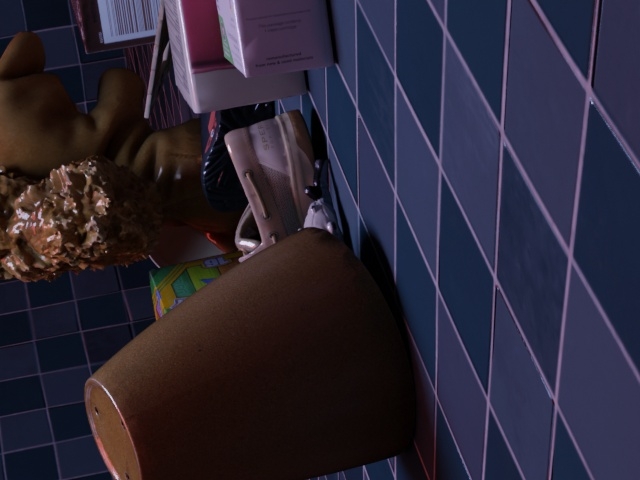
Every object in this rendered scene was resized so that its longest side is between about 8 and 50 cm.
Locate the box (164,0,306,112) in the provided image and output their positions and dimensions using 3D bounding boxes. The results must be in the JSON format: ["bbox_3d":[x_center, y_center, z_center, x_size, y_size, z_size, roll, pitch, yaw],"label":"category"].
[{"bbox_3d":[-0.101,-0.271,1.740,0.148,0.127,0.232,-125,26,-68],"label":"box"}]

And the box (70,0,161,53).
[{"bbox_3d":[-0.331,-0.465,2.700,0.381,0.191,0.143,-116,18,-55],"label":"box"}]

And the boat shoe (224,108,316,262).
[{"bbox_3d":[-0.049,-0.009,1.790,0.109,0.098,0.302,-111,10,-46],"label":"boat shoe"}]

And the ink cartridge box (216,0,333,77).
[{"bbox_3d":[-0.057,-0.277,1.578,0.154,0.093,0.212,-128,30,-71],"label":"ink cartridge box"}]

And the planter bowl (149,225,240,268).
[{"bbox_3d":[-0.174,-0.028,2.422,0.109,0.162,0.162,-65,-27,-59],"label":"planter bowl"}]

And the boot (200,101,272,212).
[{"bbox_3d":[-0.126,-0.189,2.062,0.207,0.094,0.246,-118,26,-49],"label":"boot"}]

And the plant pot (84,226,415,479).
[{"bbox_3d":[-0.080,0.139,1.517,0.237,0.254,0.237,43,145,42],"label":"plant pot"}]

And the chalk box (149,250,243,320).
[{"bbox_3d":[-0.105,0.140,2.072,0.289,0.180,0.179,-132,32,-70],"label":"chalk box"}]

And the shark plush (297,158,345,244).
[{"bbox_3d":[0.000,0.000,1.681,0.067,0.073,0.161,7,-116,-68],"label":"shark plush"}]

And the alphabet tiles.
[{"bbox_3d":[-0.188,-0.307,2.110,0.198,0.009,0.237,-74,-1,-48],"label":"alphabet tiles"}]

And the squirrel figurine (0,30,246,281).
[{"bbox_3d":[-0.282,-0.063,2.185,0.397,0.370,0.281,-71,-8,-54],"label":"squirrel figurine"}]
